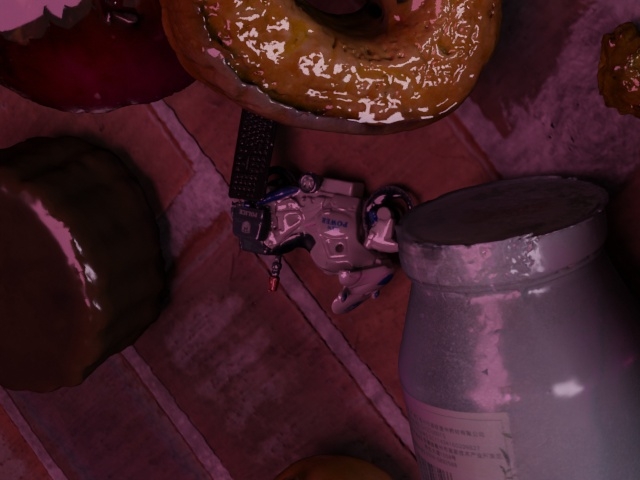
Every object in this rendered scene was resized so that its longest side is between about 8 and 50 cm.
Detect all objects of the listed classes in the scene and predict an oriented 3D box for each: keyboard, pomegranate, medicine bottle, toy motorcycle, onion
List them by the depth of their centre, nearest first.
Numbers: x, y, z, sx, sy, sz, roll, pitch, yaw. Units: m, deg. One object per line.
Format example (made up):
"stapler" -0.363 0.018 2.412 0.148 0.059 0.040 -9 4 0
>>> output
"medicine bottle" 0.194 0.103 1.167 0.245 0.245 0.290 2 110 37
"onion" -0.220 -0.268 1.294 0.348 0.348 0.385 37 164 18
"keyboard" -0.069 -0.120 1.364 0.053 0.010 0.155 6 86 34
"toy motorcycle" 0.000 0.000 1.366 0.221 0.102 0.150 12 97 30
"pomegranate" 0.013 0.345 1.455 0.191 0.191 0.191 17 121 31

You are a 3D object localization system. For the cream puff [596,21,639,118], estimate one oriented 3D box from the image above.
"cream puff" 0.276 -0.150 1.100 0.083 0.058 0.083 35 130 21

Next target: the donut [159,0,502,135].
"donut" 0.017 -0.230 1.102 0.150 0.317 0.299 48 161 61

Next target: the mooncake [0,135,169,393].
"mooncake" -0.354 0.023 1.585 0.324 0.187 0.324 16 120 29
